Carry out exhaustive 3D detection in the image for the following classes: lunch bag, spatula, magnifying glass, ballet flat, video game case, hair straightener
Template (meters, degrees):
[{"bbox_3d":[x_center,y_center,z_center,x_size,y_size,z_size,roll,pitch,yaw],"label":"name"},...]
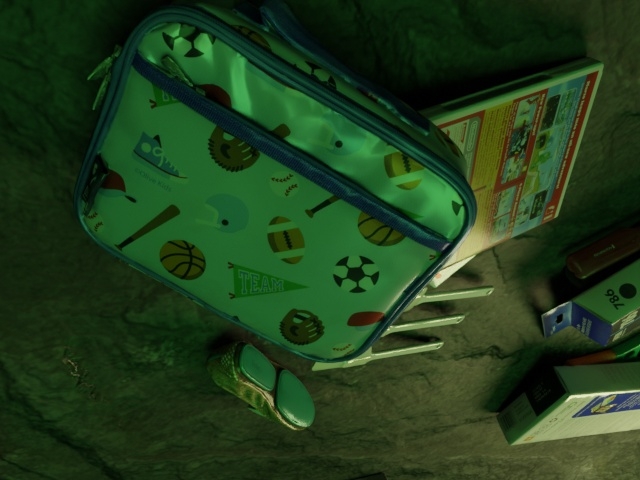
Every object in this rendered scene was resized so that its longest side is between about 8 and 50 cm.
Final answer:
[{"bbox_3d":[-0.042,-0.049,0.494,0.303,0.115,0.243,30,123,-11],"label":"lunch bag"},{"bbox_3d":[0.114,0.111,0.794,0.241,0.019,0.168,-1,134,-42],"label":"spatula"},{"bbox_3d":[0.535,0.199,1.077,0.230,0.026,0.092,-12,133,-15],"label":"magnifying glass"},{"bbox_3d":[-0.079,0.191,0.797,0.067,0.073,0.206,-11,136,25],"label":"ballet flat"},{"bbox_3d":[0.169,-0.064,0.641,0.285,0.025,0.204,-21,134,-24],"label":"video game case"},{"bbox_3d":[0.449,-0.004,0.859,0.230,0.047,0.089,-34,150,1],"label":"hair straightener"}]

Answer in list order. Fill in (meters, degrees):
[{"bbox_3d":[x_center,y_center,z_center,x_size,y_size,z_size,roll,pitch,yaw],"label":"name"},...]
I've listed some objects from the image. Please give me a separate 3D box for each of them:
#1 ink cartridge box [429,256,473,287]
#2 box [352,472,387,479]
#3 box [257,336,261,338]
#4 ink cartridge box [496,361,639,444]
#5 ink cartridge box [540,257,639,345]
[{"bbox_3d":[0.159,-0.037,0.700,0.179,0.045,0.145,-39,133,16],"label":"ink cartridge box"},{"bbox_3d":[0.008,0.522,1.115,0.230,0.056,0.183,-7,131,-17],"label":"box"},{"bbox_3d":[0.000,0.000,0.654,0.100,0.060,0.244,2,128,-25],"label":"box"},{"bbox_3d":[0.515,0.291,1.100,0.370,0.069,0.176,5,135,-25],"label":"ink cartridge box"},{"bbox_3d":[0.483,0.064,0.879,0.332,0.065,0.165,-33,152,9],"label":"ink cartridge box"}]
